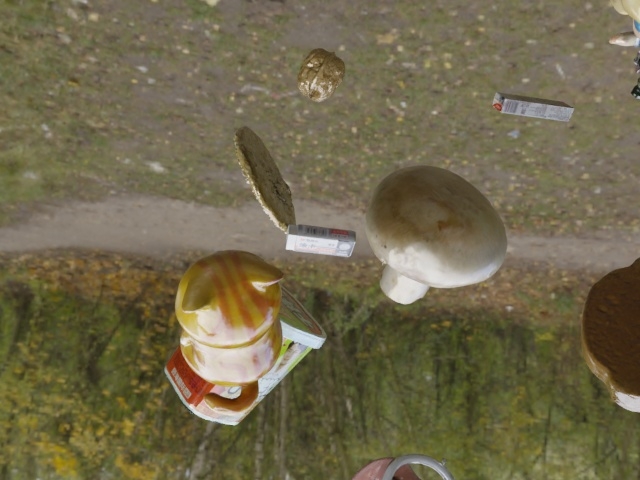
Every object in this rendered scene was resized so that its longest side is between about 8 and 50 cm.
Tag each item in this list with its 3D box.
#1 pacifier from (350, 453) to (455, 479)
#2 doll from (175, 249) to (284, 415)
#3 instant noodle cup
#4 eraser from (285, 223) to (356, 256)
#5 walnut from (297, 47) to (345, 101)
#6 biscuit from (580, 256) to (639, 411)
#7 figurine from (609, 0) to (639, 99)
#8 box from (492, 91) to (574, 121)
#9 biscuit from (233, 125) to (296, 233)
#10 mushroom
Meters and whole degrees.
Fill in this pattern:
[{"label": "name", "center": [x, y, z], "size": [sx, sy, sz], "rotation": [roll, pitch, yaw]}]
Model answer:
[{"label": "pacifier", "center": [0.194, 0.665, 1.724], "size": [0.332, 0.220, 0.273], "rotation": [33, 128, -10]}, {"label": "doll", "center": [-0.133, 0.117, 1.061], "size": [0.167, 0.162, 0.269], "rotation": [-28, 145, -19]}, {"label": "instant noodle cup", "center": [-0.191, 0.257, 1.704], "size": [0.294, 0.308, 0.294], "rotation": [37, -173, -6]}, {"label": "eraser", "center": [0.000, 0.000, 1.286], "size": [0.122, 0.029, 0.052], "rotation": [7, 145, -6]}, {"label": "walnut", "center": [0.002, -0.302, 1.298], "size": [0.079, 0.096, 0.082], "rotation": [30, 175, -1]}, {"label": "biscuit", "center": [0.662, 0.171, 1.270], "size": [0.381, 0.359, 0.074], "rotation": [6, 142, 25]}, {"label": "figurine", "center": [0.379, -0.233, 0.791], "size": [0.108, 0.114, 0.196], "rotation": [-18, 139, -8]}, {"label": "box", "center": [0.559, -0.351, 1.882], "size": [0.218, 0.039, 0.055], "rotation": [3, -152, -22]}, {"label": "biscuit", "center": [-0.099, -0.113, 1.321], "size": [0.033, 0.219, 0.220], "rotation": [-25, 161, 11]}, {"label": "mushroom", "center": [0.204, 0.014, 1.418], "size": [0.293, 0.292, 0.290], "rotation": [10, 128, -19]}]
